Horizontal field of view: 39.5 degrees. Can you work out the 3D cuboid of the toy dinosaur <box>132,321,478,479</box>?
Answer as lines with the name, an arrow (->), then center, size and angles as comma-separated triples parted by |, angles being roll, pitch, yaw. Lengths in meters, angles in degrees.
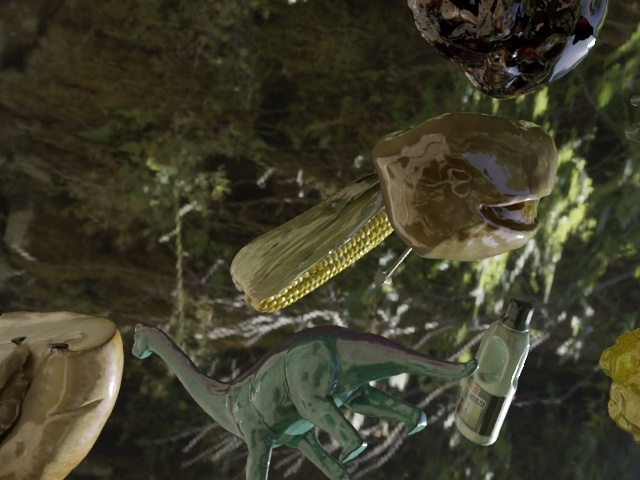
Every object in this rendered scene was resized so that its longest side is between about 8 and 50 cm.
toy dinosaur -> -0.048, 0.123, 0.998 | 0.383, 0.129, 0.331 | -46, -118, 23

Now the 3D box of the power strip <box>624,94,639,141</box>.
power strip -> 0.482, -0.142, 1.058 | 0.140, 0.224, 0.139 | -52, 142, -66

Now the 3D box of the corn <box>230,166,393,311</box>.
corn -> -0.003, -0.004, 1.402 | 0.122, 0.305, 0.123 | 38, -26, 42

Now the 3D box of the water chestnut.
water chestnut -> 0.245, -0.322, 1.119 | 0.289, 0.289, 0.244 | 109, -33, -48

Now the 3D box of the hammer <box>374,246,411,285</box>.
hammer -> 0.124, 0.025, 1.344 | 0.110, 0.019, 0.035 | -49, 161, 9

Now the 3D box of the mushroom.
mushroom -> -0.284, 0.159, 0.723 | 0.156, 0.285, 0.151 | -111, -174, -67

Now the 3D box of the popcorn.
popcorn -> 0.378, 0.137, 0.879 | 0.156, 0.197, 0.198 | -58, -165, 29

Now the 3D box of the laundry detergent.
laundry detergent -> 0.269, 0.191, 1.344 | 0.099, 0.070, 0.226 | -79, -174, -69

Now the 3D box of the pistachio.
pistachio -> 0.166, -0.068, 1.027 | 0.288, 0.197, 0.166 | -13, 128, -57
